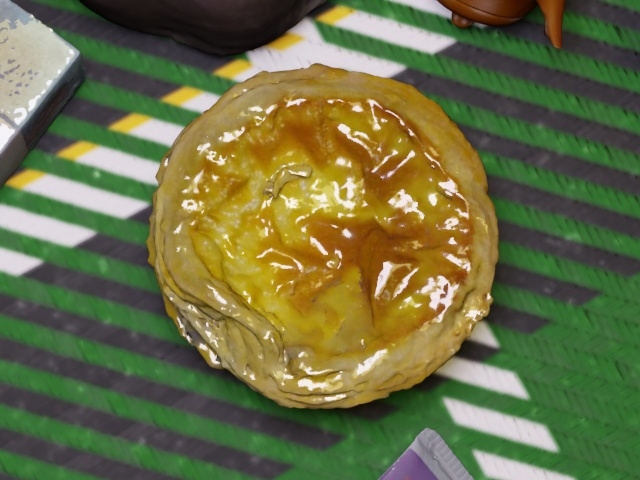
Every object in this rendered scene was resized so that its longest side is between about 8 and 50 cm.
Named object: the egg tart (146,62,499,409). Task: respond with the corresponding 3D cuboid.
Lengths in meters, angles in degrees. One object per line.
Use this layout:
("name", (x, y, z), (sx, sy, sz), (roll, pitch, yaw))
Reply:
("egg tart", (0.000, 0.000, 1.294), (0.241, 0.106, 0.241), (1, 77, -5))

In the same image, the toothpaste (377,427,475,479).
("toothpaste", (0.002, 0.259, 1.271), (0.299, 0.073, 0.114), (-39, 85, -17))

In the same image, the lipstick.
("lipstick", (-0.299, 0.005, 1.285), (0.076, 0.080, 0.371), (37, 80, 2))

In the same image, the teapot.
("teapot", (0.114, -0.199, 1.341), (0.116, 0.116, 0.173), (-45, 63, -10))

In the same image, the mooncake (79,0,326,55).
("mooncake", (-0.093, -0.280, 1.303), (0.306, 0.154, 0.306), (0, 85, 5))
